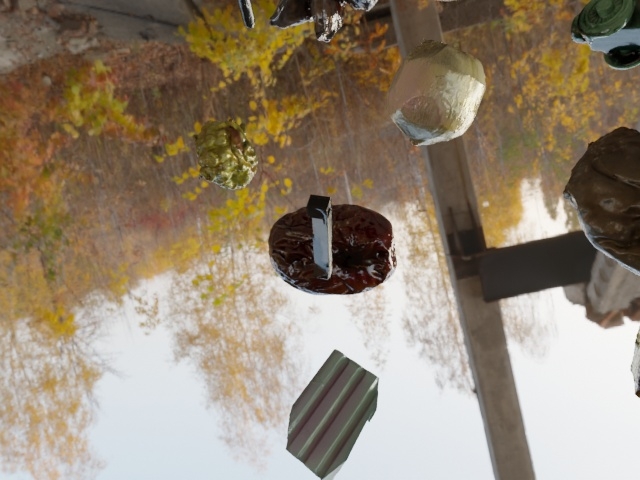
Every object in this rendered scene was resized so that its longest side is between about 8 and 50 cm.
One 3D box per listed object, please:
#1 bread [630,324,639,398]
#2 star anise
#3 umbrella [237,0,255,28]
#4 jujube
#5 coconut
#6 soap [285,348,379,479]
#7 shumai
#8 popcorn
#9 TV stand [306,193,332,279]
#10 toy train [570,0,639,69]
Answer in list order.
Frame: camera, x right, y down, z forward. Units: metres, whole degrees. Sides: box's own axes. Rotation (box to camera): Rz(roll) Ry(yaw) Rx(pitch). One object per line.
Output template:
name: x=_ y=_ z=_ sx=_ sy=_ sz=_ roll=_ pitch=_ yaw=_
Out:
bread: x=0.572 y=0.105 z=0.765 sx=0.138 sy=0.362 sz=0.077 roll=-1 pitch=-145 yaw=18
star anise: x=0.040 y=-0.524 z=1.025 sx=0.316 sy=0.360 sz=0.139 roll=-42 pitch=156 yaw=18
umbrella: x=-0.174 y=-0.539 z=1.139 sx=0.031 sy=0.036 sz=0.133 roll=-56 pitch=164 yaw=-18
jujube: x=0.036 y=0.029 z=1.514 sx=0.376 sy=0.277 sz=0.276 roll=-1 pitch=-173 yaw=16
coconut: x=0.216 y=-0.275 z=0.970 sx=0.194 sy=0.195 sz=0.194 roll=-13 pitch=-177 yaw=1
soap: x=0.021 y=0.355 z=1.008 sx=0.230 sy=0.145 sz=0.091 roll=-48 pitch=158 yaw=-29
shumai: x=0.350 y=-0.055 z=0.454 sx=0.205 sy=0.166 sz=0.176 roll=24 pitch=147 yaw=5
popcorn: x=-0.279 y=-0.254 z=1.482 sx=0.169 sy=0.189 sz=0.218 roll=-28 pitch=152 yaw=10
TV stand: x=0.000 y=0.000 z=1.174 sx=0.048 sy=0.257 sz=0.040 roll=10 pitch=-129 yaw=10
toy train: x=0.700 y=-0.463 z=0.922 sx=0.179 sy=0.273 sz=0.442 roll=24 pitch=-179 yaw=-39
